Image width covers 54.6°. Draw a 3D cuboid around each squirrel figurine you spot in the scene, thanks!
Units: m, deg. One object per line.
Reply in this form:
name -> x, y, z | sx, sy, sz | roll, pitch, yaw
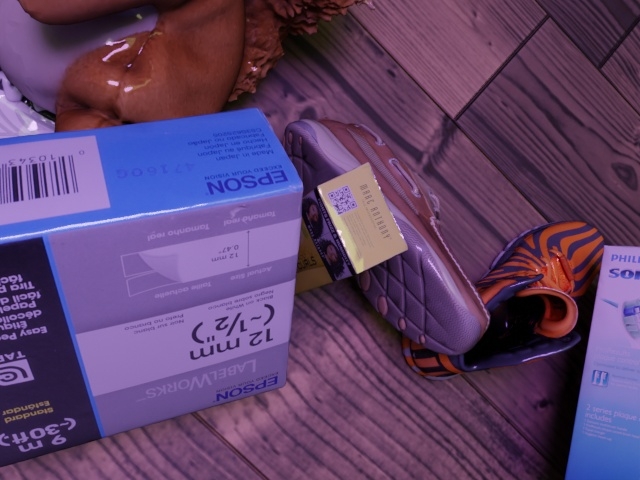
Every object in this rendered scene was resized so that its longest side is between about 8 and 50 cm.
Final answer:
squirrel figurine -> -0.116, -0.285, 0.530 | 0.281, 0.370, 0.397 | 42, 36, 20

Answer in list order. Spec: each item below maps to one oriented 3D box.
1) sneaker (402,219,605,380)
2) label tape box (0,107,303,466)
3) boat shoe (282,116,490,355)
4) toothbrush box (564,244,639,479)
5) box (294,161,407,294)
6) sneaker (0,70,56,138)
sneaker -> 0.260, 0.068, 0.725 | 0.321, 0.180, 0.124 | -33, 92, -20
label tape box -> -0.155, 0.079, 0.509 | 0.249, 0.348, 0.115 | -12, 44, -19
boat shoe -> 0.080, -0.026, 0.672 | 0.116, 0.123, 0.324 | -19, 61, -30
toothbrush box -> 0.396, 0.180, 0.728 | 0.216, 0.126, 0.295 | 32, 70, -48
box -> 0.000, 0.000, 0.625 | 0.058, 0.232, 0.087 | -24, 90, -20
sneaker -> -0.295, -0.099, 0.621 | 0.292, 0.110, 0.118 | 15, 85, -15
